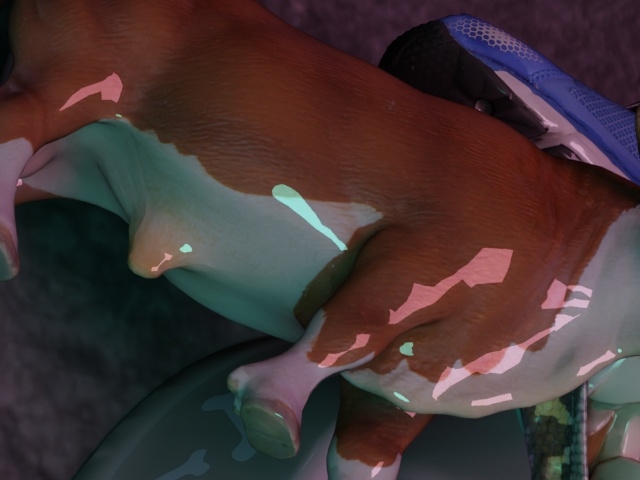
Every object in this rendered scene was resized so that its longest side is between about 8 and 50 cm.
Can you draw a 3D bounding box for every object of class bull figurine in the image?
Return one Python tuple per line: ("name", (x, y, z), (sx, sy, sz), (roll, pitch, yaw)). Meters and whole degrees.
("bull figurine", (0.000, 0.000, 0.635), (0.188, 0.310, 0.101), (-47, 154, -39))

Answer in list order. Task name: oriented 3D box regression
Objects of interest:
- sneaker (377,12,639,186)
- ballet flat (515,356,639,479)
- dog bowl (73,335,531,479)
("sneaker", (0.132, -0.011, 0.870), (0.330, 0.130, 0.147), (36, 48, -42))
("ballet flat", (0.109, 0.083, 0.695), (0.077, 0.079, 0.221), (15, 69, -43))
("dog bowl", (0.046, 0.200, 0.733), (0.349, 0.102, 0.348), (13, 71, -41))
